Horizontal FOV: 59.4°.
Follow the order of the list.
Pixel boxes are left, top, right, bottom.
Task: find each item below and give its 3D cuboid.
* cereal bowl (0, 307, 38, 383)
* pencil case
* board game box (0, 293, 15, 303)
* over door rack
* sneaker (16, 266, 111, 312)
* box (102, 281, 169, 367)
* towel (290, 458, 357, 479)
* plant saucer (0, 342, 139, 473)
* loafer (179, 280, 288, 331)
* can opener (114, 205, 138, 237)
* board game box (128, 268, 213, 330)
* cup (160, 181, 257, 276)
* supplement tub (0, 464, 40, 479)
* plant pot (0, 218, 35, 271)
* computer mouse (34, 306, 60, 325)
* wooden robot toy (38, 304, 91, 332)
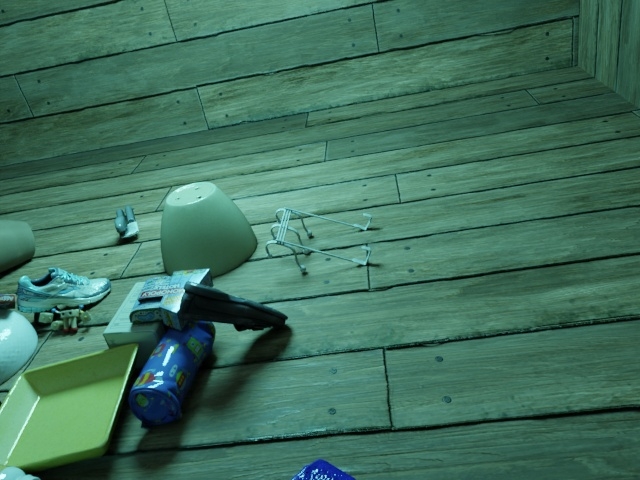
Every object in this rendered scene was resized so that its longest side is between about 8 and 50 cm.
[{"bbox_3d":[-1.012,0.303,1.612,0.338,0.141,0.339,-9,29,5],"label":"cereal bowl"},{"bbox_3d":[-0.352,0.308,1.368,0.119,0.133,0.306,-36,19,26],"label":"pencil case"},{"bbox_3d":[-1.011,0.192,1.711,0.144,0.027,0.281,-2,-9,-29],"label":"board game box"},{"bbox_3d":[0.000,0.000,1.796,0.323,0.108,0.240,5,31,2],"label":"over door rack"},{"bbox_3d":[-0.808,0.145,1.779,0.282,0.122,0.110,-11,21,-36],"label":"sneaker"},{"bbox_3d":[-0.465,0.226,1.545,0.148,0.127,0.232,-5,31,10],"label":"box"},{"bbox_3d":[0.037,0.503,0.928,0.308,0.076,0.227,16,41,40],"label":"towel"},{"bbox_3d":[-0.597,0.410,1.313,0.332,0.081,0.333,-15,29,4],"label":"plant saucer"},{"bbox_3d":[-0.224,0.189,1.441,0.109,0.302,0.095,9,77,55],"label":"loafer"},{"bbox_3d":[-0.775,-0.082,2.240,0.074,0.093,0.280,-21,26,-13],"label":"can opener"},{"bbox_3d":[-0.393,0.156,1.456,0.194,0.060,0.194,-5,29,3],"label":"board game box"},{"bbox_3d":[-0.401,-0.056,1.895,0.330,0.237,0.331,-9,30,5],"label":"cup"},{"bbox_3d":[-0.668,0.506,1.087,0.199,0.145,0.144,11,32,0],"label":"supplement tub"},{"bbox_3d":[-1.216,0.022,2.109,0.262,0.263,0.229,16,21,40],"label":"plant pot"},{"bbox_3d":[-0.894,0.200,1.842,0.071,0.041,0.242,-19,30,-9],"label":"computer mouse"},{"bbox_3d":[-0.764,0.241,1.722,0.173,0.077,0.079,-8,-5,8],"label":"wooden robot toy"}]
